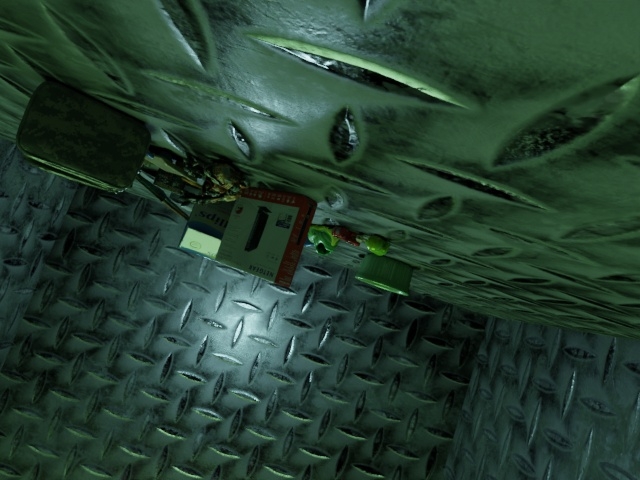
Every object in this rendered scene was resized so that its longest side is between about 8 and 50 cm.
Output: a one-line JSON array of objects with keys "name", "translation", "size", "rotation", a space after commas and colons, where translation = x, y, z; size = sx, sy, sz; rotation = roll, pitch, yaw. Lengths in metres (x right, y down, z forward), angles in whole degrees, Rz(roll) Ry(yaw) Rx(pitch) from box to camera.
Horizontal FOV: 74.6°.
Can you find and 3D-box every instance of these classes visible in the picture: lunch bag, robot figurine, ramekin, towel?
[{"name": "lunch bag", "translation": [-0.653, -0.266, 1.178], "size": [0.304, 0.213, 0.256], "rotation": [22, 173, -32]}, {"name": "robot figurine", "translation": [0.225, 0.020, 1.656], "size": [0.101, 0.067, 0.115], "rotation": [29, -179, 41]}, {"name": "ramekin", "translation": [0.352, 0.180, 2.275], "size": [0.303, 0.148, 0.303], "rotation": [19, 173, 2]}, {"name": "towel", "translation": [-0.779, -0.218, 2.075], "size": [0.370, 0.040, 0.271], "rotation": [35, 171, 31]}]

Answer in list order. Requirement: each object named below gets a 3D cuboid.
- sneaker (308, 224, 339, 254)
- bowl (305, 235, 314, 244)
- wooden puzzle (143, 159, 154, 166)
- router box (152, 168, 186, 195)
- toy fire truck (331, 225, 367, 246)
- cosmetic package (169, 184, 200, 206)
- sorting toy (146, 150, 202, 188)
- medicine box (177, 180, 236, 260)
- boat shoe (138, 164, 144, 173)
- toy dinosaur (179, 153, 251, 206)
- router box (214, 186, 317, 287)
[{"name": "sneaker", "translation": [0.000, 0.000, 1.900], "size": [0.109, 0.124, 0.295], "rotation": [21, 174, -17]}, {"name": "bowl", "translation": [-0.226, 0.002, 2.187], "size": [0.390, 0.077, 0.391], "rotation": [-5, 178, 0]}, {"name": "wooden puzzle", "translation": [-0.639, -0.301, 1.558], "size": [0.006, 0.049, 0.083], "rotation": [31, 179, 23]}, {"name": "router box", "translation": [-0.618, -0.250, 1.741], "size": [0.122, 0.092, 0.038], "rotation": [22, 173, -21]}, {"name": "toy fire truck", "translation": [0.155, -0.006, 1.739], "size": [0.191, 0.047, 0.135], "rotation": [24, 172, -30]}, {"name": "cosmetic package", "translation": [-0.603, -0.185, 2.232], "size": [0.284, 0.098, 0.377], "rotation": [21, 173, -3]}, {"name": "sorting toy", "translation": [-0.551, -0.281, 1.495], "size": [0.195, 0.047, 0.347], "rotation": [23, 174, 25]}, {"name": "medicine box", "translation": [-0.406, -0.064, 1.731], "size": [0.263, 0.290, 0.149], "rotation": [22, 131, -18]}, {"name": "boat shoe", "translation": [-0.829, -0.326, 1.573], "size": [0.339, 0.127, 0.113], "rotation": [11, 163, -11]}, {"name": "toy dinosaur", "translation": [-0.331, -0.173, 1.369], "size": [0.218, 0.165, 0.322], "rotation": [3, 151, 2]}, {"name": "router box", "translation": [-0.197, -0.024, 1.478], "size": [0.335, 0.302, 0.082], "rotation": [13, 172, 40]}]
